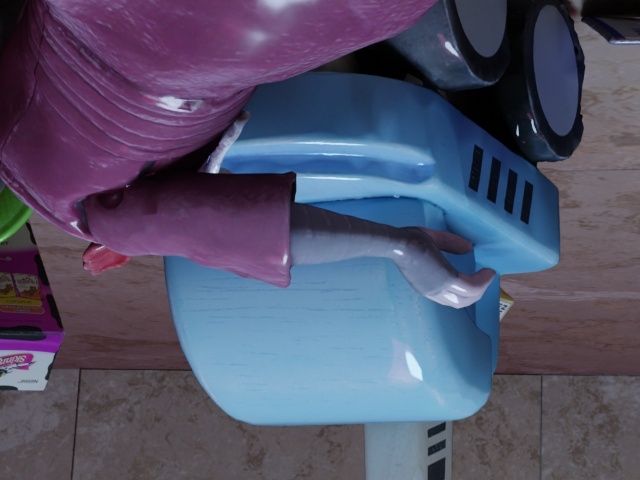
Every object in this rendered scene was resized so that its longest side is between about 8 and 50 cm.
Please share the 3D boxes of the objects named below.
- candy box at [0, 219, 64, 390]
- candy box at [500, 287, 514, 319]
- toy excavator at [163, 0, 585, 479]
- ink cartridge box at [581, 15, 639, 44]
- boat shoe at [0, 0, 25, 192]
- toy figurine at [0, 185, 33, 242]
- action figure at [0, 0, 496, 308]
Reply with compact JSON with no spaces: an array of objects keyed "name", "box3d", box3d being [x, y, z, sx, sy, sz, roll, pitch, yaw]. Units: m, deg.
[{"name":"candy box","box3d":[-0.314,0.016,1.200,0.159,0.233,0.071,4,130,-29]},{"name":"candy box","box3d":[0.000,0.000,1.195,0.316,0.087,0.183,18,-157,-51]},{"name":"toy excavator","box3d":[0.040,0.072,0.897,0.222,0.445,0.433,-3,166,26]},{"name":"ink cartridge box","box3d":[0.298,-0.086,0.780,0.307,0.072,0.303,-2,-170,8]},{"name":"boat shoe","box3d":[-0.201,-0.049,0.667,0.130,0.355,0.132,38,136,-12]},{"name":"toy figurine","box3d":[-0.310,-0.087,1.104,0.173,0.130,0.159,23,163,26]},{"name":"action figure","box3d":[-0.064,-0.077,0.575,0.275,0.248,0.370,-19,156,-32]}]
